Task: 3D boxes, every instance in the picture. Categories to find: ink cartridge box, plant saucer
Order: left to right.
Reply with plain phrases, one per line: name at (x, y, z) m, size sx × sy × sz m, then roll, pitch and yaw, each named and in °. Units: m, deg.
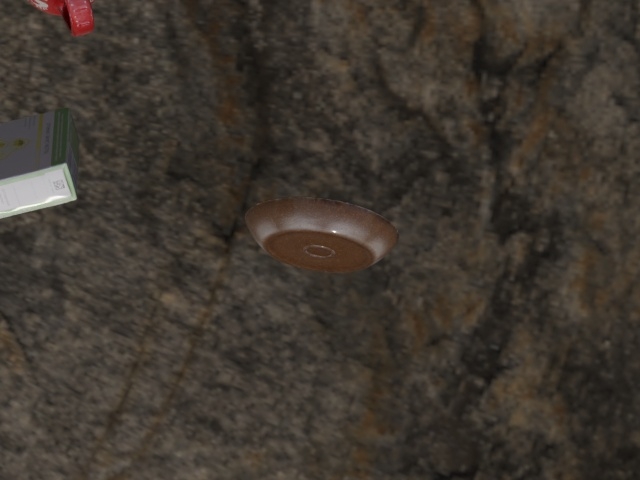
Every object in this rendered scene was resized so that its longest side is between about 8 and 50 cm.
ink cartridge box at (-0.403, -0.075, 1.553) m, size 0.235 × 0.171 × 0.056 m, roll -14°, pitch 119°, yaw -2°
plant saucer at (0.000, 0.000, 1.678) m, size 0.199 × 0.199 × 0.036 m, roll 28°, pitch 61°, yaw -42°

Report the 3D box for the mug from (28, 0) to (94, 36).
mug at (-0.264, -0.276, 1.309) m, size 0.113 × 0.169 × 0.150 m, roll 14°, pitch 79°, yaw -9°
